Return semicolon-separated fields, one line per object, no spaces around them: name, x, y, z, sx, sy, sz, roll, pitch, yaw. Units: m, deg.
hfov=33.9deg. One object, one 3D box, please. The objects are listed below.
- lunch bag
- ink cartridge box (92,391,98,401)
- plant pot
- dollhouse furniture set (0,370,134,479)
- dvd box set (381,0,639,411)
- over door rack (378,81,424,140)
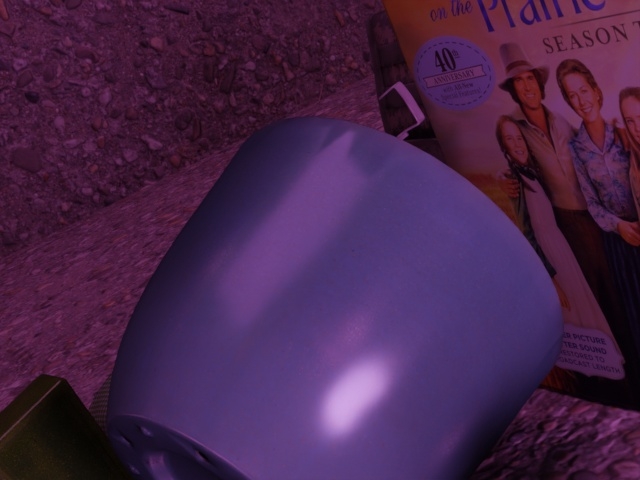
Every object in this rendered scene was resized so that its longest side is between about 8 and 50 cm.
lunch bag;0.179;-0.160;1.297;0.169;0.287;0.235;-12;8;-17
ink cartridge box;-0.209;0.177;1.226;0.115;0.029;0.063;-25;15;-2
plant pot;-0.010;0.097;0.750;0.293;0.293;0.235;-6;38;49
dollhouse furniture set;-0.213;0.144;1.018;0.197;0.151;0.301;-5;35;49
dvd box set;0.192;-0.067;0.708;0.062;0.420;0.307;-31;18;-25
over door rack;0.000;0.000;1.200;0.324;0.108;0.239;-54;-4;35
